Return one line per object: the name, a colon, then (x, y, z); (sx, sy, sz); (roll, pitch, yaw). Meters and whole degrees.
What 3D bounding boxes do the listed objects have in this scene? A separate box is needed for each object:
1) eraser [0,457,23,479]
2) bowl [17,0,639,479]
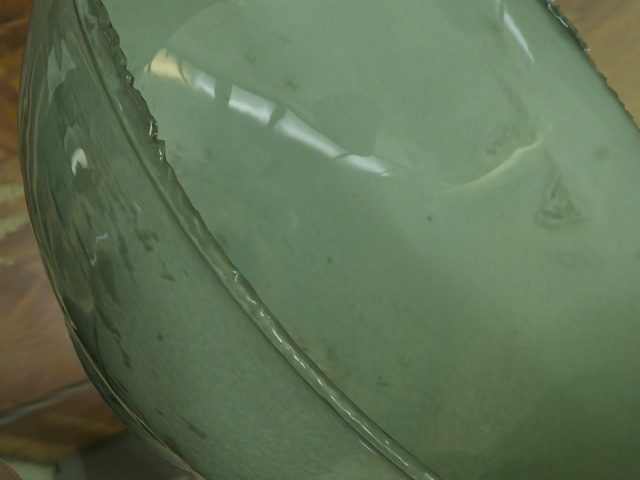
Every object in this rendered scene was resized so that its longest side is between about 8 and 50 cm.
eraser: (-0.111, 0.080, 0.341); (0.087, 0.171, 0.290); (-43, 165, -13)
bowl: (0.000, 0.000, 0.490); (0.146, 0.313, 0.313); (-37, 158, 31)
